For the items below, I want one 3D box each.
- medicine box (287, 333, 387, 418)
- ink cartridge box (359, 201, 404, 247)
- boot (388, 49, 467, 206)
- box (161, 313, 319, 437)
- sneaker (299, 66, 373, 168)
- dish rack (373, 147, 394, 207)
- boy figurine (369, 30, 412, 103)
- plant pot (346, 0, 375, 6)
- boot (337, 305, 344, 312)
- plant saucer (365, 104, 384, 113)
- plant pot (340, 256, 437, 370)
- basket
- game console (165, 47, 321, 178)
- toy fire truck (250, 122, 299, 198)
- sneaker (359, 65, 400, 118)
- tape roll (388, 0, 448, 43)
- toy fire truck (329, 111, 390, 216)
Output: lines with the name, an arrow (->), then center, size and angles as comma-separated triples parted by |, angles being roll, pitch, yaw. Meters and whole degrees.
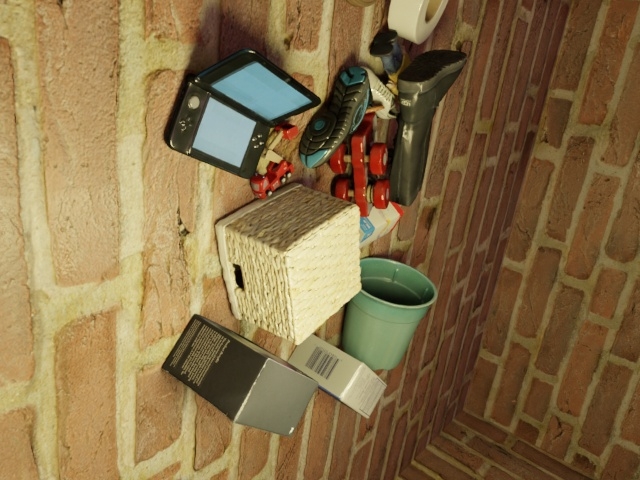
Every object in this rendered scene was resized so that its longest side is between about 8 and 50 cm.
medicine box -> 0.063, 0.493, 1.836 | 0.149, 0.263, 0.289 | -57, 143, -15
ink cartridge box -> 0.209, -0.068, 1.809 | 0.231, 0.078, 0.134 | -28, 161, -24
boot -> 0.354, -0.383, 1.716 | 0.367, 0.146, 0.446 | -39, 140, -37
box -> -0.210, 0.373, 1.383 | 0.183, 0.293, 0.296 | -60, 145, -12
sneaker -> 0.064, -0.347, 1.514 | 0.341, 0.125, 0.139 | -58, 149, -8
dish rack -> 0.263, -0.198, 1.906 | 0.208, 0.074, 0.272 | 31, 83, -54
boy figurine -> 0.260, -0.567, 1.690 | 0.285, 0.092, 0.177 | 44, 58, -55
plant pot -> 0.154, -0.785, 1.418 | 0.237, 0.109, 0.238 | -30, 131, -41
boot -> 0.040, 0.155, 1.809 | 0.189, 0.076, 0.209 | 2, 99, -56
plant saucer -> 0.165, -0.422, 1.620 | 0.083, 0.083, 0.013 | -22, 104, -46
plant pot -> 0.236, 0.292, 1.935 | 0.341, 0.341, 0.334 | -20, 131, -47
basket -> -0.073, 0.056, 1.428 | 0.331, 0.266, 0.329 | -35, 133, -41
game console -> -0.173, -0.281, 1.192 | 0.293, 0.173, 0.250 | 17, 93, -55
toy fire truck -> -0.127, -0.220, 1.388 | 0.192, 0.047, 0.135 | -47, 143, -28
sneaker -> 0.189, -0.481, 1.639 | 0.235, 0.094, 0.090 | 38, 79, -53
tape roll -> 0.323, -0.775, 1.579 | 0.286, 0.100, 0.286 | -53, 162, -25
toy fire truck -> 0.154, -0.247, 1.677 | 0.254, 0.169, 0.302 | -60, 148, -50
